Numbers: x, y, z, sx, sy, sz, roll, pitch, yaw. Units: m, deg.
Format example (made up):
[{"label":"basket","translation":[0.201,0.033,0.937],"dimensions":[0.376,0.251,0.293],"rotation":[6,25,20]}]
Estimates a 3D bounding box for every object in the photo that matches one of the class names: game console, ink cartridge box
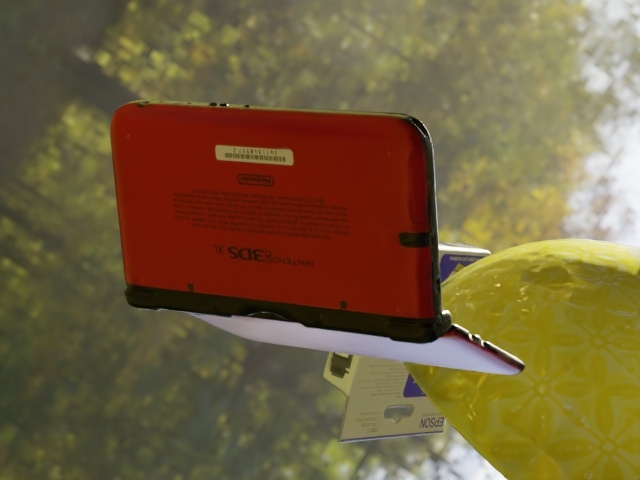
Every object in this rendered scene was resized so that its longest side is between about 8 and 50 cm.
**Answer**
[{"label":"game console","translation":[0.000,0.000,0.728],"dimensions":[0.085,0.144,0.124],"rotation":[-26,116,-54]},{"label":"ink cartridge box","translation":[0.085,0.101,1.888],"dimensions":[0.206,0.045,0.208],"rotation":[5,100,-55]}]

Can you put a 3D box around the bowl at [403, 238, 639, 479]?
[{"label":"bowl","translation":[0.200,0.084,1.071],"dimensions":[0.156,0.289,0.289],"rotation":[-52,-172,10]}]
